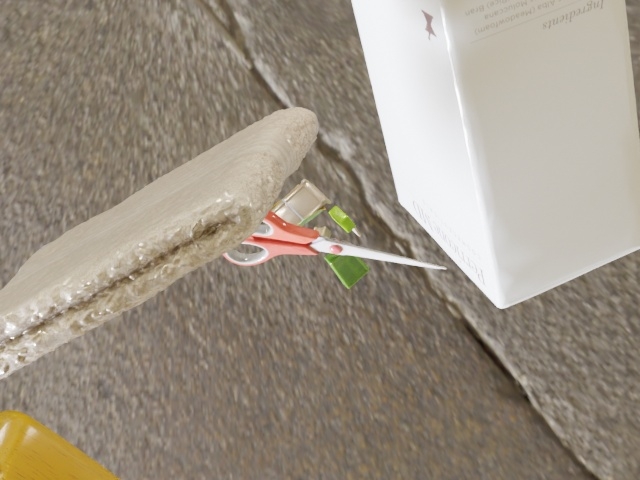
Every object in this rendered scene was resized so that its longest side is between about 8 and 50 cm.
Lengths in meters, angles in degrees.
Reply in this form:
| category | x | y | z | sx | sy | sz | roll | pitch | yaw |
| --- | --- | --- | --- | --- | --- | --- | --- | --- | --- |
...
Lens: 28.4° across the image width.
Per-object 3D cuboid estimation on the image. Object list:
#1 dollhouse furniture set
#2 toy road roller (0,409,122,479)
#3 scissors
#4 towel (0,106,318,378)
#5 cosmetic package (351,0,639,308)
| category | x | y | z | sx | sy | sz | roll | pitch | yaw |
| --- | --- | --- | --- | --- | --- | --- | --- | --- | --- |
| dollhouse furniture set | 0.002 | -0.008 | 1.616 | 0.076 | 0.151 | 0.058 | -42 | 137 | -3 |
| toy road roller | -0.246 | 0.248 | 0.819 | 0.202 | 0.329 | 0.241 | 45 | 53 | -28 |
| scissors | 0.000 | 0.000 | 1.526 | 0.297 | 0.021 | 0.109 | 3 | 140 | 18 |
| towel | -0.134 | 0.006 | 0.917 | 0.282 | 0.187 | 0.049 | -28 | 106 | 23 |
| cosmetic package | 0.137 | -0.197 | 1.089 | 0.161 | 0.230 | 0.453 | -23 | 123 | -11 |
